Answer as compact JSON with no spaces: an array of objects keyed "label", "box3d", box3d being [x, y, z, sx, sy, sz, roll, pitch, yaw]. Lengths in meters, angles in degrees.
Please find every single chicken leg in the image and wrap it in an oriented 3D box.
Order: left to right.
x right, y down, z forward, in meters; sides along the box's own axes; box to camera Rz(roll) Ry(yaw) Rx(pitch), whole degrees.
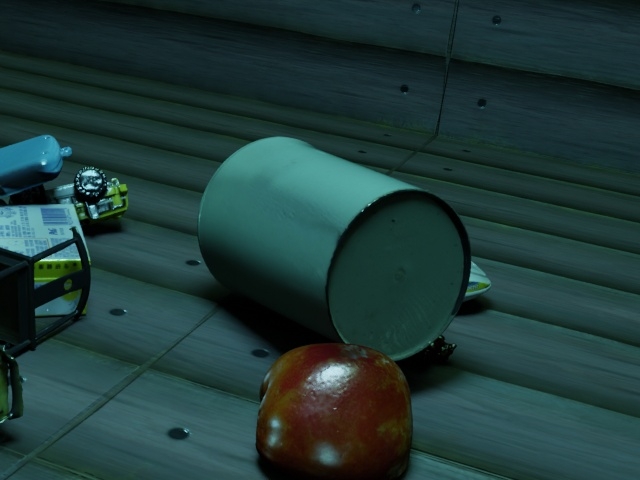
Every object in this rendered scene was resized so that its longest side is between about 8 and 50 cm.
[{"label":"chicken leg","box3d":[0.101,0.157,1.369,0.219,0.048,0.089,6,18,-3]}]

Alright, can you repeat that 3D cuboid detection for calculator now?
[{"label":"calculator","box3d":[-0.579,-0.114,1.564,0.293,0.051,0.173,-19,26,-6]}]

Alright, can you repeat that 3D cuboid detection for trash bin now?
[{"label":"trash bin","box3d":[0.000,0.000,1.367,0.280,0.281,0.432,-6,16,-31]}]

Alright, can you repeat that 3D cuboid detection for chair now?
[{"label":"chair","box3d":[-0.461,0.077,1.258,0.141,0.155,0.260,15,24,20]}]

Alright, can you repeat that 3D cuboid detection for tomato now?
[{"label":"tomato","box3d":[0.024,0.196,1.114,0.200,0.140,0.233,10,19,-9]}]

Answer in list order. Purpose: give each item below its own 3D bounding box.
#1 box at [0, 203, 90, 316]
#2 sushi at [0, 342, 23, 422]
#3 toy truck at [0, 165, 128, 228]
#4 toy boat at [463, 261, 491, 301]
[{"label":"box","box3d":[-0.475,0.027,1.460,0.168,0.097,0.265,-2,22,-22]},{"label":"sushi","box3d":[-0.479,0.203,0.990,0.291,0.139,0.131,-12,8,-43]},{"label":"toy truck","box3d":[-0.505,-0.065,1.672,0.285,0.111,0.136,-12,-5,-22]},{"label":"toy boat","box3d":[0.165,0.053,1.555,0.269,0.141,0.141,-12,24,-9]}]
